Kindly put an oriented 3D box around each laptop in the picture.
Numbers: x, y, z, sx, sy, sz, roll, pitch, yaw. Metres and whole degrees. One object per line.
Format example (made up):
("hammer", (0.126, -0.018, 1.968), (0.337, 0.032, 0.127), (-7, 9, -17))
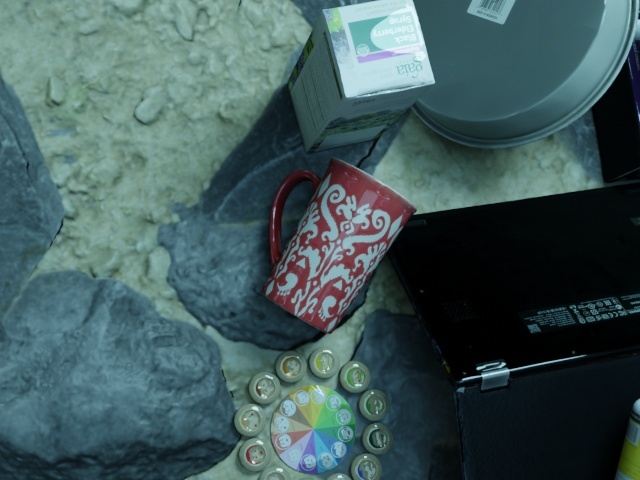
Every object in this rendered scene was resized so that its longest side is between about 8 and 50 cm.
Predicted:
("laptop", (0.294, 0.161, 1.000), (0.382, 0.236, 0.408), (-8, 42, -14))

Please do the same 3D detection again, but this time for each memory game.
("memory game", (-0.007, 0.213, 0.991), (0.186, 0.012, 0.186), (2, 82, -11))

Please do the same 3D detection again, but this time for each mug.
("mug", (0.008, 0.005, 0.986), (0.113, 0.150, 0.169), (32, 88, -33))

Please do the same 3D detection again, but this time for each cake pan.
("cake pan", (0.202, -0.252, 0.987), (0.293, 0.054, 0.293), (-6, 79, 31))

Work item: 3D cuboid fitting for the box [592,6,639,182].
("box", (0.441, -0.216, 1.099), (0.184, 0.103, 0.261), (-6, 83, -14))

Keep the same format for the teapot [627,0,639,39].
("teapot", (0.477, -0.276, 0.974), (0.256, 0.187, 0.252), (26, 111, -24))

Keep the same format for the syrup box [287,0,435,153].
("syrup box", (0.035, -0.171, 0.941), (0.093, 0.237, 0.096), (-13, 85, -12))

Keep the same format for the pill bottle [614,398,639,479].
("pill bottle", (0.338, 0.254, 0.854), (0.103, 0.103, 0.184), (11, 95, -9))

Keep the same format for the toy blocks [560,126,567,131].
("toy blocks", (0.220, -0.182, 1.073), (0.148, 0.054, 0.123), (-11, 85, -12))
